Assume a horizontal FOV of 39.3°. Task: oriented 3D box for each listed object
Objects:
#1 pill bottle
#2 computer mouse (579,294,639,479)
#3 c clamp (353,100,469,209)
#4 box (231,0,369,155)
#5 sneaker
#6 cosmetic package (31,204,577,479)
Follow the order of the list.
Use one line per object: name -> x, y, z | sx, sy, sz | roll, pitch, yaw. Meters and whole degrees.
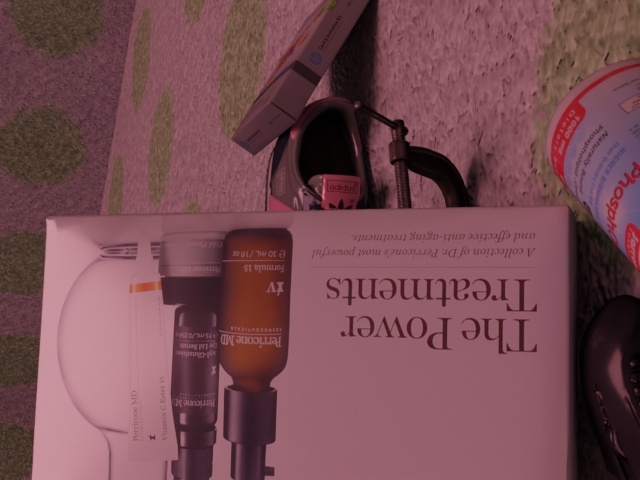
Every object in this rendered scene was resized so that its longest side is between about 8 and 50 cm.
pill bottle -> 0.190, -0.023, 0.466 | 0.160, 0.087, 0.087 | -113, 34, -50
computer mouse -> 0.181, 0.152, 0.523 | 0.071, 0.041, 0.242 | 149, 122, -64
c clamp -> 0.077, -0.019, 0.705 | 0.022, 0.137, 0.161 | -19, 72, 39
box -> -0.021, -0.193, 0.992 | 0.186, 0.038, 0.145 | -59, 14, -19
sneaker -> 0.000, 0.000, 0.916 | 0.131, 0.112, 0.319 | 128, 140, -59
cosmetic package -> -0.016, 0.123, 0.623 | 0.097, 0.377, 0.285 | 14, -104, -71
